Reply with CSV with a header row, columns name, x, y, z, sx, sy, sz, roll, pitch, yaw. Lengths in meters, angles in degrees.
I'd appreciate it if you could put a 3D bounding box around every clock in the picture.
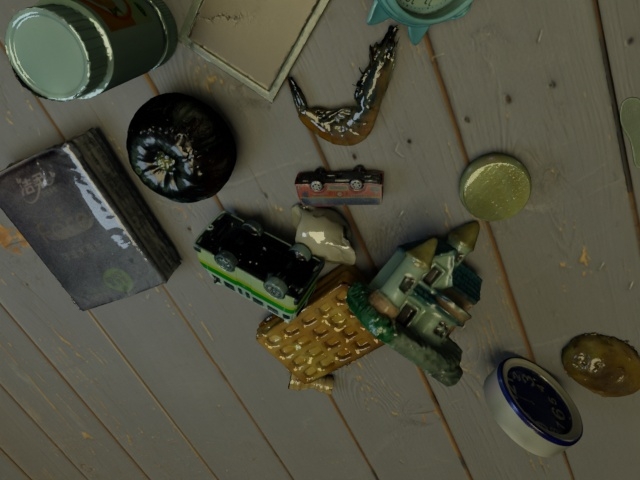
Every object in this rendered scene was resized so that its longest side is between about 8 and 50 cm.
name,x,y,z,sx,sy,sz,roll,pitch,yaw
clock,0.506,0.395,1.196,0.230,0.230,0.083,27,124,-5
clock,0.176,-0.469,0.808,0.223,0.094,0.274,11,127,-31

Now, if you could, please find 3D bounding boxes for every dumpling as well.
name,x,y,z,sx,sy,sz,roll,pitch,yaw
dumpling,0.001,0.000,1.153,0.176,0.092,0.150,18,135,-5

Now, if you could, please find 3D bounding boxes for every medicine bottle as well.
name,x,y,z,sx,sy,sz,roll,pitch,yaw
medicine bottle,-0.390,-0.355,0.886,0.158,0.318,0.158,4,121,7

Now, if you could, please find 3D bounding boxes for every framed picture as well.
name,x,y,z,sx,sy,sz,roll,pitch,yaw
framed picture,-0.120,-0.450,0.958,0.231,0.018,0.293,32,119,-9

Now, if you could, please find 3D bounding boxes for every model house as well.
name,x,y,z,sx,sy,sz,roll,pitch,yaw
model house,0.257,0.096,1.074,0.267,0.194,0.325,36,92,-17

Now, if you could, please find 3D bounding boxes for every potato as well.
name,x,y,z,sx,sy,sz,roll,pitch,yaw
potato,0.691,0.314,1.205,0.200,0.081,0.164,27,119,-8

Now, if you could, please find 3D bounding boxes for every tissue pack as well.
name,x,y,z,sx,sy,sz,roll,pitch,yaw
tissue pack,-0.565,-0.038,1.208,0.288,0.124,0.394,-17,115,18

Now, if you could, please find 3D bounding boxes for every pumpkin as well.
name,x,y,z,sx,sy,sz,roll,pitch,yaw
pumpkin,-0.291,-0.193,1.048,0.233,0.163,0.233,9,125,13

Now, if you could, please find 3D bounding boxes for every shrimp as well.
name,x,y,z,sx,sy,sz,roll,pitch,yaw
shrimp,0.039,-0.319,0.984,0.198,0.051,0.262,23,123,-2

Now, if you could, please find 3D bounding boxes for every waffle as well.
name,x,y,z,sx,sy,sz,roll,pitch,yaw
waffle,0.015,0.220,1.266,0.327,0.098,0.224,-36,106,27

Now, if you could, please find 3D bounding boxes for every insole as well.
name,x,y,z,sx,sy,sz,roll,pitch,yaw
insole,0.617,-0.207,0.968,0.053,0.002,0.153,-18,114,19

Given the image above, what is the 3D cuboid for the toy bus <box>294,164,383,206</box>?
name,x,y,z,sx,sy,sz,roll,pitch,yaw
toy bus,0.043,-0.115,1.090,0.192,0.065,0.077,0,126,11

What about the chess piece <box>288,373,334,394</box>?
name,x,y,z,sx,sy,sz,roll,pitch,yaw
chess piece,-0.025,0.395,1.393,0.122,0.066,0.066,13,121,-4

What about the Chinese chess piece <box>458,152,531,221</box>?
name,x,y,z,sx,sy,sz,roll,pitch,yaw
Chinese chess piece,0.362,-0.110,1.038,0.144,0.058,0.144,4,118,8

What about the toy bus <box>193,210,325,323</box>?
name,x,y,z,sx,sy,sz,roll,pitch,yaw
toy bus,-0.144,0.065,1.149,0.276,0.134,0.165,27,144,14
